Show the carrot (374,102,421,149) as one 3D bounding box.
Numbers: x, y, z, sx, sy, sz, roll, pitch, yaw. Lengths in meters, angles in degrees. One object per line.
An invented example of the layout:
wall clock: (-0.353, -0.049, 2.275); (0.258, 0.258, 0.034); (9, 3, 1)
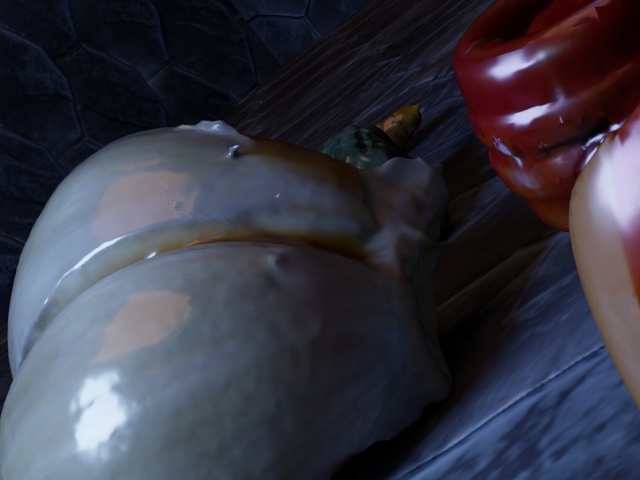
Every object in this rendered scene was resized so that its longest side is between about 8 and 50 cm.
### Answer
carrot: (0.003, -0.056, 1.444); (0.248, 0.059, 0.059); (-34, 11, 9)

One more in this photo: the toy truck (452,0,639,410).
toy truck: (0.194, -0.042, 0.354); (0.239, 0.189, 0.265); (-11, 29, 52)

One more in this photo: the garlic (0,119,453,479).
garlic: (-0.078, 0.073, 0.843); (0.313, 0.286, 0.249); (-27, -29, 30)

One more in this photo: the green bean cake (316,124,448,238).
green bean cake: (0.000, 0.000, 1.128); (0.185, 0.094, 0.183); (-43, 10, 9)
